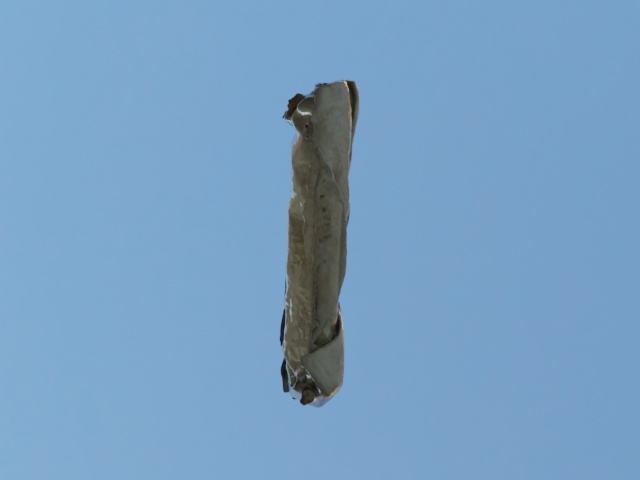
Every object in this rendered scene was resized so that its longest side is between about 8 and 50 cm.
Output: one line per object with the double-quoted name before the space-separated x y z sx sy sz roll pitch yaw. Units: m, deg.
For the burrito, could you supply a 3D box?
"burrito" 0.000 0.000 1.005 0.045 0.041 0.185 0 -94 58
